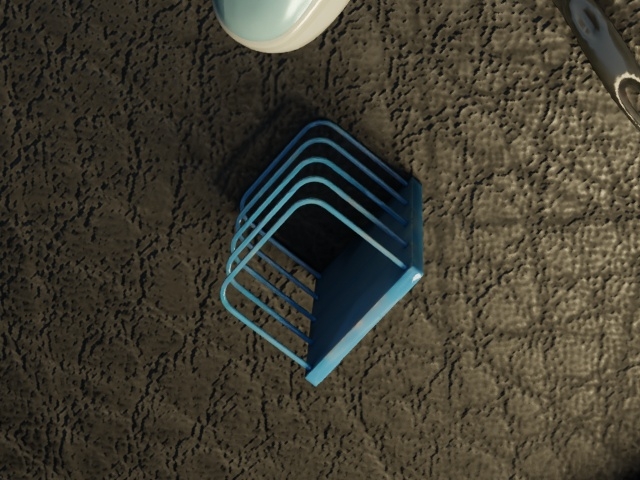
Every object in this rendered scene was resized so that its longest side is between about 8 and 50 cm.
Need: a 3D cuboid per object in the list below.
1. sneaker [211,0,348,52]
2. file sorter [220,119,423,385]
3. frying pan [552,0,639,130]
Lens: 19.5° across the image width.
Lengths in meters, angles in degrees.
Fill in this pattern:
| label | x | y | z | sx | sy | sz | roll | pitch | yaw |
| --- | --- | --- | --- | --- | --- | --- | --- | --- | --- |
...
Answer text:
| label | x | y | z | sx | sy | sz | roll | pitch | yaw |
| --- | --- | --- | --- | --- | --- | --- | --- | --- | --- |
| sneaker | -0.027 | -0.298 | 1.227 | 0.135 | 0.150 | 0.366 | 24 | 111 | 29 |
| file sorter | 0.000 | 0.000 | 1.381 | 0.104 | 0.170 | 0.118 | 39 | 110 | -13 |
| frying pan | 0.168 | -0.238 | 1.328 | 0.326 | 0.053 | 0.197 | 31 | 111 | -14 |
